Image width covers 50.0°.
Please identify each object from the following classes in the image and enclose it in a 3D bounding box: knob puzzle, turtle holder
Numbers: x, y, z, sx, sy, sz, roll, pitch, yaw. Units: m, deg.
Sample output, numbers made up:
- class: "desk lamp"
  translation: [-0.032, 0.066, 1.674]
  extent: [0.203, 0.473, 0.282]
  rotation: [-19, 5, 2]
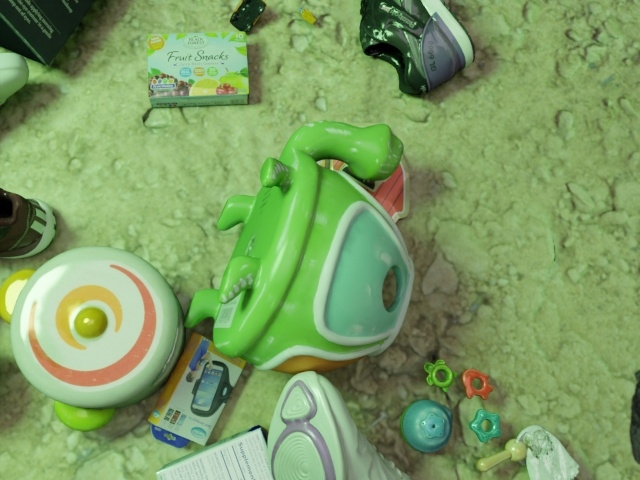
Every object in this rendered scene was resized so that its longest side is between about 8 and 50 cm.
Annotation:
- class: "knob puzzle"
  translation: [0.044, -0.090, 0.973]
  extent: [0.213, 0.030, 0.213]
  rotation: [1, 76, -5]
- class: "turtle holder"
  translation: [-0.009, 0.015, 0.857]
  extent: [0.227, 0.243, 0.320]
  rotation: [23, 46, -16]

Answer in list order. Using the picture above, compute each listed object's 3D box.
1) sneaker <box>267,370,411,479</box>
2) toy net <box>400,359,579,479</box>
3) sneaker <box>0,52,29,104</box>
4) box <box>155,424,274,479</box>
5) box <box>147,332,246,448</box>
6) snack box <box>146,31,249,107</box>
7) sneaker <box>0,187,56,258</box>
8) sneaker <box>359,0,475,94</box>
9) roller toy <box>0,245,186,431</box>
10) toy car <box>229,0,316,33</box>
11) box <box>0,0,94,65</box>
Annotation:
- class: "sneaker"
  translation: [0.034, 0.286, 0.813]
  extent: [0.152, 0.114, 0.305]
  rotation: [-28, 104, -48]
- class: "toy net"
  translation: [0.227, 0.247, 0.902]
  extent: [0.232, 0.045, 0.122]
  rotation: [21, 74, -1]
- class: "sneaker"
  translation: [-0.500, -0.137, 0.908]
  extent: [0.290, 0.106, 0.123]
  rotation: [-31, 90, -4]
- class: "box"
  translation: [-0.113, 0.311, 0.838]
  extent: [0.137, 0.072, 0.126]
  rotation: [-21, 80, -9]
- class: "box"
  translation: [-0.156, 0.195, 0.864]
  extent: [0.081, 0.028, 0.136]
  rotation: [37, 70, -37]
- class: "snack box"
  translation: [-0.175, -0.246, 0.987]
  extent: [0.141, 0.037, 0.100]
  rotation: [-4, 75, -6]
- class: "sneaker"
  translation: [-0.486, -0.021, 0.839]
  extent: [0.281, 0.162, 0.107]
  rotation: [-14, 78, -9]
- class: "sneaker"
  translation: [0.095, -0.342, 1.004]
  extent: [0.124, 0.107, 0.283]
  rotation: [-35, 82, -6]
- class: "roller toy"
  translation: [-0.267, 0.105, 0.836]
  extent: [0.191, 0.146, 0.209]
  rotation: [-27, 80, -11]
- class: "toy car"
  translation: [-0.073, -0.333, 1.028]
  extent: [0.122, 0.060, 0.041]
  rotation: [13, 30, -19]
- class: "box"
  translation: [-0.401, -0.459, 0.848]
  extent: [0.178, 0.343, 0.313]
  rotation: [25, 74, 20]
